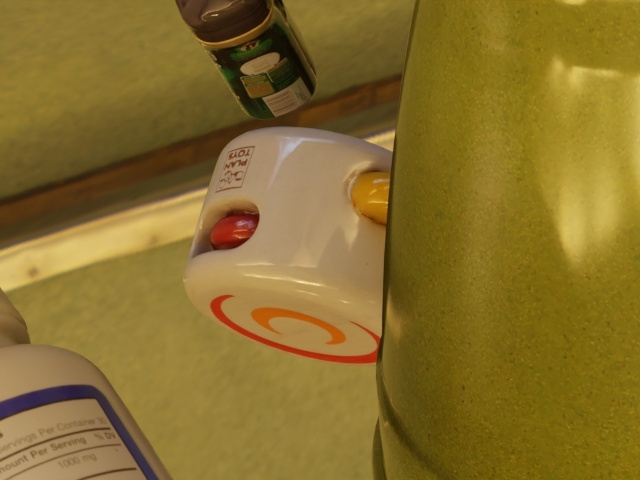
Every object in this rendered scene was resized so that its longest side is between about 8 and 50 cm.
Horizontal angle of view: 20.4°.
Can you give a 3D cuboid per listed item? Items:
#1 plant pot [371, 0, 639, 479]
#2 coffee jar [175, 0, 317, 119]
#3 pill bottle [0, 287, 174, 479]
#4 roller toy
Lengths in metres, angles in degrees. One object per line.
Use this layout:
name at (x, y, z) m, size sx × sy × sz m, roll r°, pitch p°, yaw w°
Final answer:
plant pot at (0.185, -0.034, 0.936) m, size 0.367 × 0.366 × 0.353 m, roll -3°, pitch 122°, yaw 12°
coffee jar at (-0.066, -0.184, 1.523) m, size 0.079 × 0.184 × 0.096 m, roll -22°, pitch 63°, yaw 6°
pill bottle at (-0.132, 0.144, 0.794) m, size 0.152 × 0.152 × 0.272 m, roll -45°, pitch 64°, yaw 16°
roller toy at (0.000, 0.000, 1.373) m, size 0.191 × 0.209 × 0.146 m, roll 12°, pitch 71°, yaw 10°
